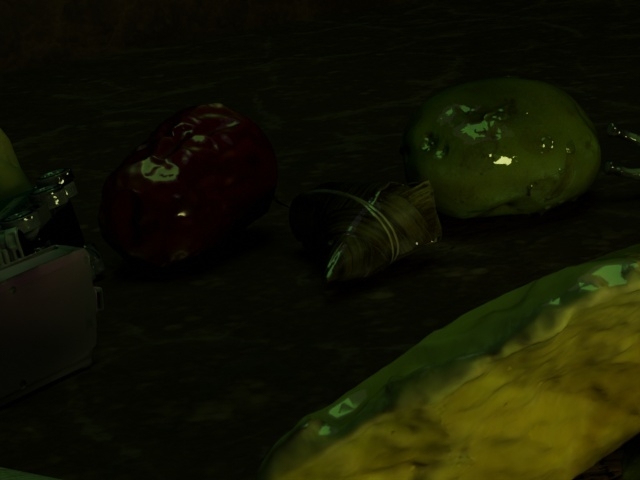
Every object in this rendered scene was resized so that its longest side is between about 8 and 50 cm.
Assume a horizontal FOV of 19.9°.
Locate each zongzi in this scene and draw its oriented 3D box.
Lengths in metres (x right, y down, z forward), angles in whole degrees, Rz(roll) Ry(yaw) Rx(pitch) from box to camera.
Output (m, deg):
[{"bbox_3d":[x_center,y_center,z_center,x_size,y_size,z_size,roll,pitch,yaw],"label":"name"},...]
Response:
[{"bbox_3d":[0.000,0.000,1.835,0.187,0.084,0.184,0,24,44],"label":"zongzi"}]

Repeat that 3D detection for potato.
[{"bbox_3d":[0.201,-0.102,1.998,0.186,0.149,0.253,5,18,41],"label":"potato"}]

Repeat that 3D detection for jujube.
[{"bbox_3d":[-0.142,-0.056,1.941,0.155,0.155,0.230,2,20,25],"label":"jujube"}]

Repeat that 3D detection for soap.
[{"bbox_3d":[0.127,0.096,1.118,0.306,0.115,0.427,-39,-9,16],"label":"soap"}]

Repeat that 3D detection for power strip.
[{"bbox_3d":[-0.282,0.087,1.512,0.037,0.109,0.279,8,19,32],"label":"power strip"}]

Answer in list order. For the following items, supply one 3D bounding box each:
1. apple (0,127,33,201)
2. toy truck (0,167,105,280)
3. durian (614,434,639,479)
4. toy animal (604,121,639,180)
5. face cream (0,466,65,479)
[{"bbox_3d":[-0.420,-0.048,1.950,0.120,0.193,0.265,-9,14,29],"label":"apple"},{"bbox_3d":[-0.297,0.008,1.836,0.124,0.114,0.253,-16,13,11],"label":"toy truck"},{"bbox_3d":[0.248,0.141,1.133,0.137,0.095,0.221,-29,5,10],"label":"durian"},{"bbox_3d":[0.408,-0.081,2.004,0.176,0.073,0.217,7,16,-15],"label":"toy animal"},{"bbox_3d":[-0.168,0.198,1.106,0.348,0.081,0.173,5,17,34],"label":"face cream"}]
